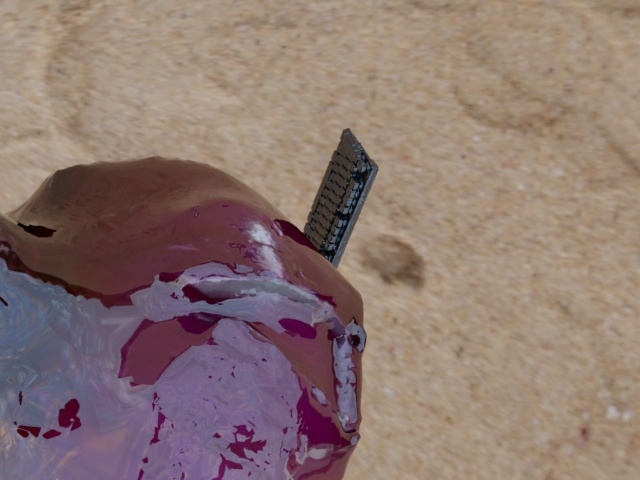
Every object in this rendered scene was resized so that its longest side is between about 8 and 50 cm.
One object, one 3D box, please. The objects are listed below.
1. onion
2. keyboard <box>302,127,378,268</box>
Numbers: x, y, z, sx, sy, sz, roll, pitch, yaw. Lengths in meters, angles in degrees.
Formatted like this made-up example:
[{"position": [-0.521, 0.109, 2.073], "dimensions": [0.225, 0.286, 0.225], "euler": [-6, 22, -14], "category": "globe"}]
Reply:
[{"position": [-0.201, 0.090, 1.213], "dimensions": [0.420, 0.398, 0.398], "euler": [32, 86, -41], "category": "onion"}, {"position": [0.000, 0.000, 1.410], "dimensions": [0.018, 0.060, 0.195], "euler": [3, 126, -30], "category": "keyboard"}]
